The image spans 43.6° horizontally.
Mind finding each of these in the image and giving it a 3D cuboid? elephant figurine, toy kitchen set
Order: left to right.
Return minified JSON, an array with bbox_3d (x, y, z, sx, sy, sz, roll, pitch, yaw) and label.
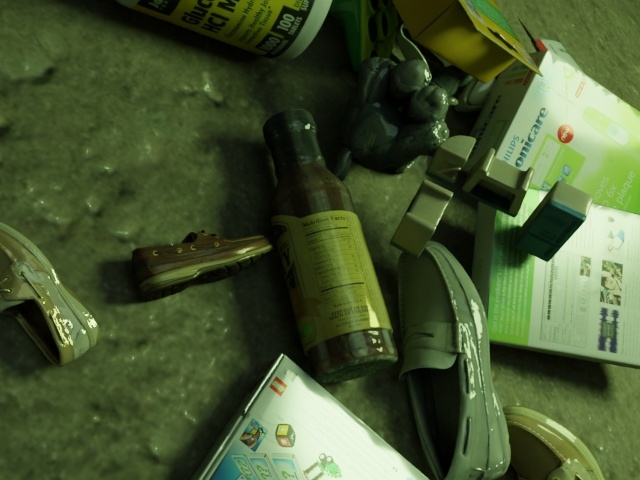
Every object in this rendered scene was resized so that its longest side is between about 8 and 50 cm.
[{"bbox_3d":[0.126,-0.178,1.163,0.239,0.186,0.169,-29,118,-74],"label":"elephant figurine"},{"bbox_3d":[0.213,-0.012,1.038,0.207,0.122,0.166,27,61,5],"label":"toy kitchen set"}]

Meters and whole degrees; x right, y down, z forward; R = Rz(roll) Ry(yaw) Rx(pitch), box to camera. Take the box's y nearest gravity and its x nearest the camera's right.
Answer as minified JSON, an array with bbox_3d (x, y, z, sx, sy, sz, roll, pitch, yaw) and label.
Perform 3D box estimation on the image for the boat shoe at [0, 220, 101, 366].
[{"bbox_3d":[-0.291,0.052,0.786,0.170,0.063,0.059,47,42,-4],"label":"boat shoe"}]

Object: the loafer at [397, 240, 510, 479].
[{"bbox_3d":[0.152,0.148,1.010,0.111,0.112,0.319,6,62,-42],"label":"loafer"}]

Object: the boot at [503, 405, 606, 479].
[{"bbox_3d":[0.282,0.357,0.995,0.262,0.095,0.203,50,49,-6],"label":"boot"}]

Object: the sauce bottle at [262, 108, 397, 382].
[{"bbox_3d":[0.000,0.000,0.991,0.111,0.111,0.344,1,63,-34],"label":"sauce bottle"}]

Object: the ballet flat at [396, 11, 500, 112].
[{"bbox_3d":[0.231,-0.293,1.333,0.342,0.116,0.124,36,69,-12],"label":"ballet flat"}]

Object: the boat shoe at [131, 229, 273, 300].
[{"bbox_3d":[-0.133,0.016,0.918,0.178,0.064,0.060,-16,77,-37],"label":"boat shoe"}]

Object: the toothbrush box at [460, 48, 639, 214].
[{"bbox_3d":[0.392,-0.140,1.279,0.283,0.122,0.206,28,86,-18],"label":"toothbrush box"}]

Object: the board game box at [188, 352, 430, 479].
[{"bbox_3d":[0.017,0.293,0.870,0.305,0.053,0.193,42,48,-7],"label":"board game box"}]

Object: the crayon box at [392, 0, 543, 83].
[{"bbox_3d":[0.173,-0.358,1.151,0.203,0.083,0.323,14,45,-49],"label":"crayon box"}]

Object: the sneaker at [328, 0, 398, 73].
[{"bbox_3d":[0.036,-0.398,1.251,0.109,0.123,0.295,-20,95,-54],"label":"sneaker"}]

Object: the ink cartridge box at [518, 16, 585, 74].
[{"bbox_3d":[0.446,-0.296,1.423,0.225,0.056,0.181,35,26,-54],"label":"ink cartridge box"}]

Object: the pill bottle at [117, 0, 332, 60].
[{"bbox_3d":[-0.160,-0.370,1.039,0.334,0.188,0.188,13,58,-28],"label":"pill bottle"}]

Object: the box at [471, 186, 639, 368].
[{"bbox_3d":[0.372,0.056,1.176,0.322,0.058,0.232,12,78,-20],"label":"box"}]
